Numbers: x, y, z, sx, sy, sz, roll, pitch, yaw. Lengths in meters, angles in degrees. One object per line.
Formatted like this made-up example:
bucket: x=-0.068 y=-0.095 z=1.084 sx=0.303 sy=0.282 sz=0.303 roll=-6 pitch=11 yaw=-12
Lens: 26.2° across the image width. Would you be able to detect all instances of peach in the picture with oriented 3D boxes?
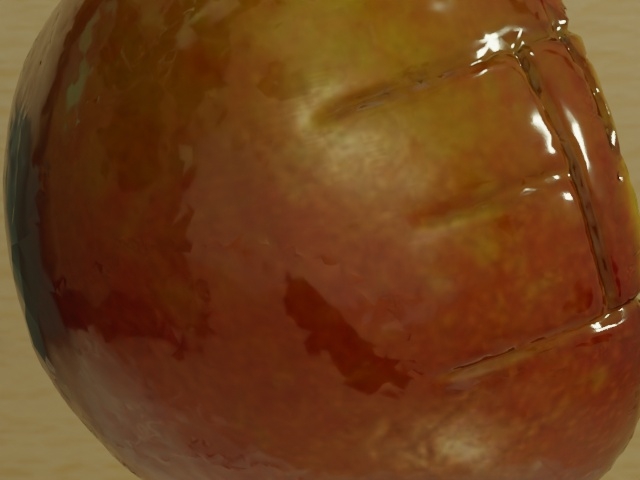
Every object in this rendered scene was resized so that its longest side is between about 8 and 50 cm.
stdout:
peach: x=0.000 y=0.000 z=0.547 sx=0.275 sy=0.245 sz=0.248 roll=66 pitch=10 yaw=11
